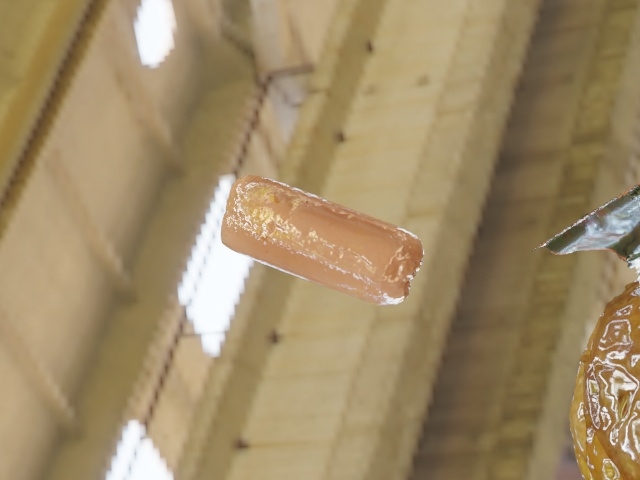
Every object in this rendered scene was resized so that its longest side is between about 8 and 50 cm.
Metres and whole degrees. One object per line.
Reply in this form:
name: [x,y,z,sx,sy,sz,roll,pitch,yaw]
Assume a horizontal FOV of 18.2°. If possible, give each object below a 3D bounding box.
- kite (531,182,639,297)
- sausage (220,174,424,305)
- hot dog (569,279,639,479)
kite: [0.120,0.004,0.350,0.160,0.183,0.010,47,-129,-59]
sausage: [0.000,0.000,0.801,0.034,0.083,0.034,20,-90,-81]
hot dog: [0.338,0.093,1.195,0.174,0.388,0.267,47,-137,-37]
